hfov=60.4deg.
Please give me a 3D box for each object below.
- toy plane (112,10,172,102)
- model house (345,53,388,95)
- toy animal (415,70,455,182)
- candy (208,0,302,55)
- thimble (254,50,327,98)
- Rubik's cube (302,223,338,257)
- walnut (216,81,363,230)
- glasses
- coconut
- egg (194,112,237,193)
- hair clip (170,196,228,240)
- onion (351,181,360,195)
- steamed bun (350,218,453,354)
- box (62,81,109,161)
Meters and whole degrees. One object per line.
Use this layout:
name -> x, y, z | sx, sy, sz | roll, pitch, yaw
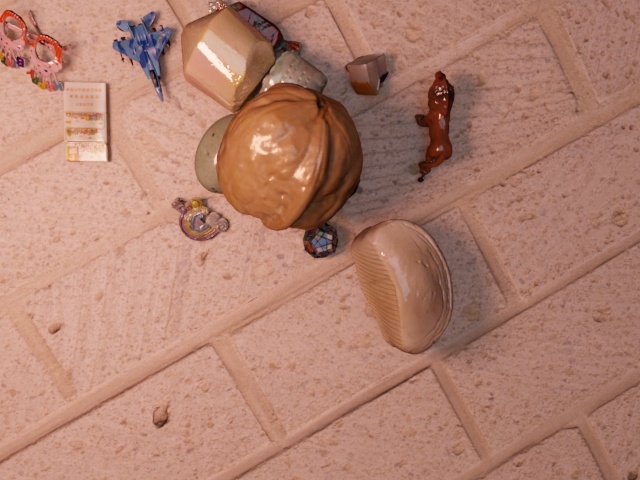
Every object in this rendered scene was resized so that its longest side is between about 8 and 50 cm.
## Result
toy plane -> -0.481, -0.509, 1.544 | 0.169, 0.078, 0.246 | -18, 103, -4
model house -> 0.142, -0.485, 1.617 | 0.100, 0.087, 0.100 | -39, 126, -33
toy animal -> 0.343, -0.331, 1.609 | 0.097, 0.157, 0.312 | -2, 94, -5
candy -> -0.187, -0.607, 1.575 | 0.292, 0.059, 0.086 | 32, 94, -7
thimble -> -0.089, -0.406, 1.540 | 0.149, 0.185, 0.211 | 33, 100, -7
Rubik's cube -> 0.000, 0.000, 1.630 | 0.111, 0.111, 0.093 | -15, 71, -5
walnut -> -0.072, -0.198, 1.370 | 0.381, 0.381, 0.381 | -1, 95, -6
glasses -> -0.794, -0.525, 1.512 | 0.255, 0.095, 0.162 | 36, 116, -2
coconut -> -0.264, -0.498, 1.490 | 0.244, 0.239, 0.239 | 38, 90, -12
egg -> -0.258, -0.244, 1.542 | 0.169, 0.169, 0.236 | 33, 91, -8
hair clip -> -0.363, -0.060, 1.613 | 0.172, 0.049, 0.116 | 43, 103, -16
onion -> 0.010, -0.154, 1.619 | 0.205, 0.151, 0.098 | -25, 63, -12
steamed bun -> 0.260, 0.118, 1.597 | 0.236, 0.247, 0.384 | -20, 91, -15
box -> -0.664, -0.334, 1.557 | 0.122, 0.032, 0.220 | 0, 95, -5
